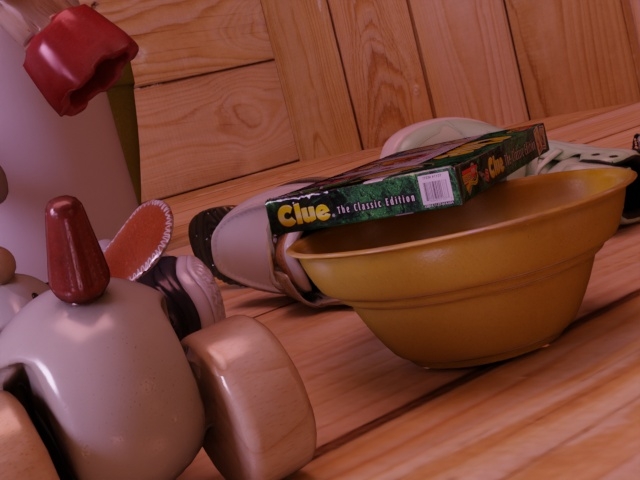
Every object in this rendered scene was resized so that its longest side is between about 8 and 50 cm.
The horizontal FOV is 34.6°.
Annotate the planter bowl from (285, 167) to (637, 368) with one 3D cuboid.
[{"bbox_3d":[0.093,0.023,0.638,0.217,0.090,0.217,-13,6,1],"label":"planter bowl"}]

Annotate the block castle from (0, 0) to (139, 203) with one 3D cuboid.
[{"bbox_3d":[-0.360,-0.011,0.795,0.453,0.213,0.303,-43,2,24],"label":"block castle"}]

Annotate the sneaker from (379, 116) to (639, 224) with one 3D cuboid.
[{"bbox_3d":[0.190,-0.064,0.928,0.256,0.094,0.151,3,1,-25],"label":"sneaker"}]

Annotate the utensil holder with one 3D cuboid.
[{"bbox_3d":[-0.379,-0.079,1.147,0.328,0.385,0.327,-14,8,2],"label":"utensil holder"}]

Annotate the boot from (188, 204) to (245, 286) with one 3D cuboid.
[{"bbox_3d":[0.019,-0.022,1.179,0.236,0.089,0.269,4,17,36],"label":"boot"}]

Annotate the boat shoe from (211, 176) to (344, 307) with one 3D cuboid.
[{"bbox_3d":[0.000,0.000,0.904,0.302,0.113,0.103,-6,5,42],"label":"boat shoe"}]

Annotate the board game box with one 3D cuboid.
[{"bbox_3d":[0.076,-0.050,0.762,0.136,0.030,0.260,-7,9,25],"label":"board game box"}]

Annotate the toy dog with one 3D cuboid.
[{"bbox_3d":[-0.152,0.042,0.547,0.334,0.161,0.220,3,21,41],"label":"toy dog"}]

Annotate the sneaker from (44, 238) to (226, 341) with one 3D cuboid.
[{"bbox_3d":[-0.202,0.063,0.837,0.153,0.101,0.269,-16,10,-36],"label":"sneaker"}]

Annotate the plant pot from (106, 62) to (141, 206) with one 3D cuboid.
[{"bbox_3d":[-0.454,-0.122,1.742,0.366,0.353,0.366,-14,7,2],"label":"plant pot"}]
